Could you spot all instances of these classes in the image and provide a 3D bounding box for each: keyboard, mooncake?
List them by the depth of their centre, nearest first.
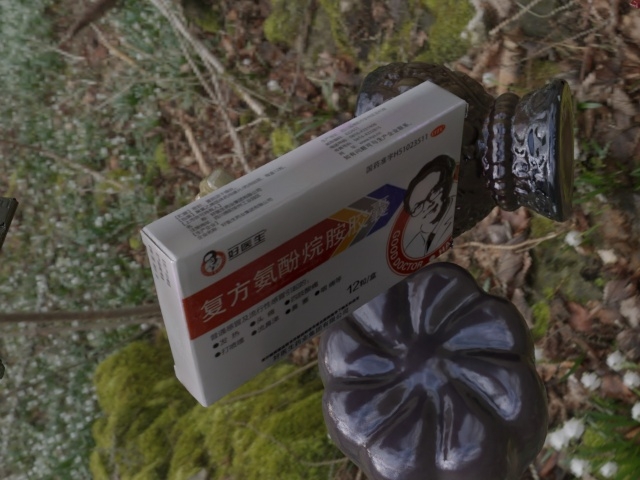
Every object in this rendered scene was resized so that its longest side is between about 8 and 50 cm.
[{"bbox_3d":[-0.384,-0.011,0.957,0.049,0.129,0.015,3,127,-8],"label":"keyboard"},{"bbox_3d":[0.135,0.172,1.034,0.305,0.154,0.306,-7,57,11],"label":"mooncake"}]

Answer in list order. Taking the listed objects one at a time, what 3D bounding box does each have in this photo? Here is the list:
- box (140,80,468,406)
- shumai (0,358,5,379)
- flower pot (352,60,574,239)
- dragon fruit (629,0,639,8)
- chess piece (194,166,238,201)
[{"bbox_3d":[0.000,0.000,0.853,0.069,0.353,0.214,38,147,34],"label":"box"},{"bbox_3d":[-0.276,0.092,0.599,0.082,0.083,0.081,7,64,12],"label":"shumai"},{"bbox_3d":[0.208,-0.119,1.160,0.267,0.266,0.267,2,100,23],"label":"flower pot"},{"bbox_3d":[0.524,-0.403,1.328,0.112,0.126,0.068,27,104,0],"label":"dragon fruit"},{"bbox_3d":[-0.084,-0.007,1.408,0.301,0.137,0.137,42,123,-15],"label":"chess piece"}]
